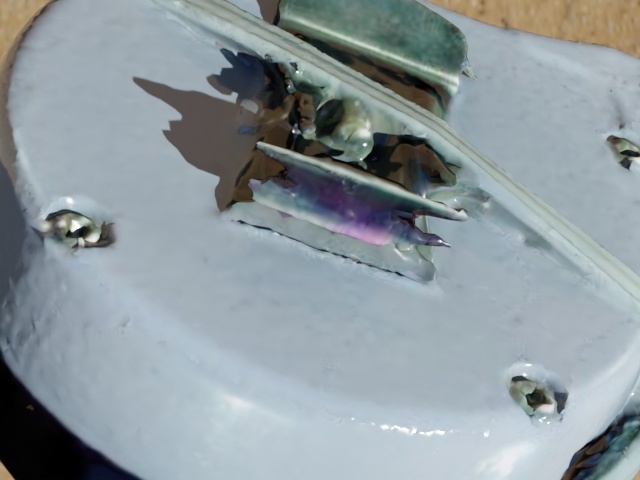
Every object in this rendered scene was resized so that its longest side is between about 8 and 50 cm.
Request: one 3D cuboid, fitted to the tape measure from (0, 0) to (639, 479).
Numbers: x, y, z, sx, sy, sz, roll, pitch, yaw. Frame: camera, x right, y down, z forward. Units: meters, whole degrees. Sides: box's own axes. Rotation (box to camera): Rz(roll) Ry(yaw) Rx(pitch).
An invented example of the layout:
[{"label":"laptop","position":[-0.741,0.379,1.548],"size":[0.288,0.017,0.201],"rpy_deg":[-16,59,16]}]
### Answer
[{"label":"tape measure","position":[-0.001,0.003,0.409],"size":[0.182,0.181,0.107],"rpy_deg":[16,128,-12]}]
